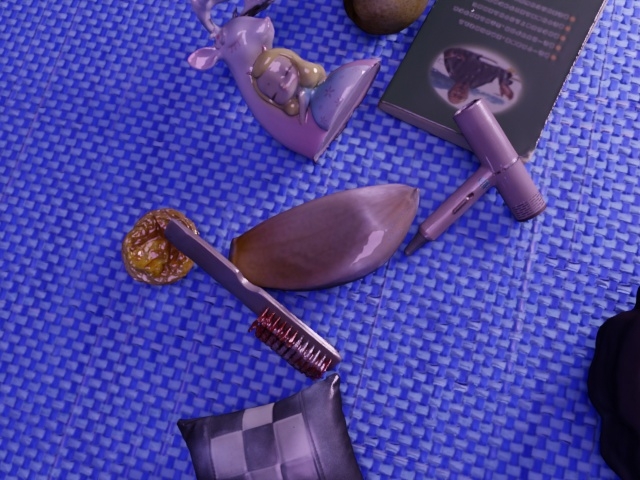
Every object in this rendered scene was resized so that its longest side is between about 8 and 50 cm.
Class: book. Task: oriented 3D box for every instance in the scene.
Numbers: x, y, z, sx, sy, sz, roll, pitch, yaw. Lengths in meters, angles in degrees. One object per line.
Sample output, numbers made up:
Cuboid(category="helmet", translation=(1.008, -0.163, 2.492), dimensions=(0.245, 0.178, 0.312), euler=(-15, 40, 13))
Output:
Cuboid(category="book", translation=(0.293, -0.324, 0.949), dimensions=(0.260, 0.043, 0.371), euler=(27, 79, 13))

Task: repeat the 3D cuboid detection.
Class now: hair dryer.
Cuboid(category="hair dryer", translation=(0.198, -0.077, 0.874), dimensions=(0.220, 0.053, 0.195), euler=(-32, 100, 11))

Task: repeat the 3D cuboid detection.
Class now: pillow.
Cuboid(category="pillow", translation=(-0.067, 0.307, 0.796), dimensions=(0.250, 0.106, 0.186), euler=(-17, 75, 6))

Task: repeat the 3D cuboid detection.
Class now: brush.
Cuboid(category="brush", translation=(-0.110, 0.092, 0.839), dimensions=(0.321, 0.060, 0.050), euler=(40, 53, 1))

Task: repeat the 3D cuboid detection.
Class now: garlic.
Cuboid(category="garlic", translation=(0.003, 0.008, 0.859), dimensions=(0.318, 0.112, 0.143), euler=(-14, 66, 9))

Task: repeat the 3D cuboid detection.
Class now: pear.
Cuboid(category="pear", translation=(0.097, -0.417, 0.927), dimensions=(0.137, 0.167, 0.167), euler=(-28, 75, -4))

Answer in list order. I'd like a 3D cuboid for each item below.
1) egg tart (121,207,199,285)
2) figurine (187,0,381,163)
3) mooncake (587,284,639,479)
Cuboid(category="egg tart", translation=(-0.252, 0.011, 0.914), dimensions=(0.130, 0.052, 0.130), euler=(-1, 78, 6))
Cuboid(category="figurine", translation=(-0.058, -0.326, 0.882), dimensions=(0.316, 0.284, 0.206), euler=(33, 38, 1))
Cuboid(category="mooncake", translation=(0.533, 0.209, 0.705), dimensions=(0.381, 0.212, 0.350), euler=(28, 85, 11))
